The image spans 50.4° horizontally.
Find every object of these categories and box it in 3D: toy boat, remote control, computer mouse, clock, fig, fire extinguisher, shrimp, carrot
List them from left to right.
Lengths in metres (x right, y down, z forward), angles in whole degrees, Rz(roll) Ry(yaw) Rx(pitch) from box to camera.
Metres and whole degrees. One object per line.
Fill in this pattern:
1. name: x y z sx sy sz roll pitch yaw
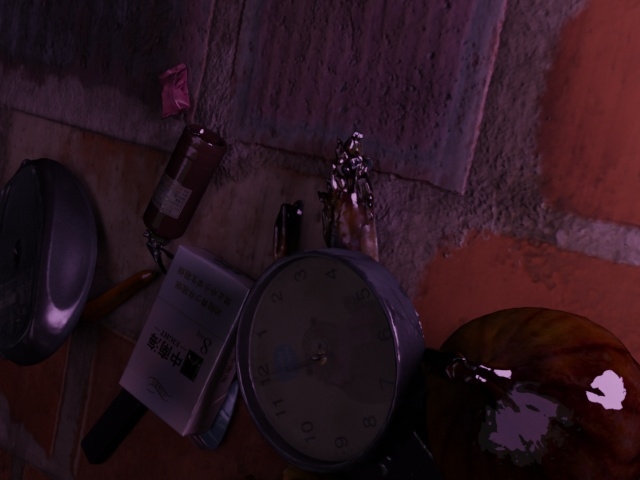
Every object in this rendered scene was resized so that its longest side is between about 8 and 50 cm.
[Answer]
1. computer mouse: -0.480 0.035 1.184 0.203 0.114 0.374 -21 65 32
2. carrot: -0.340 0.089 1.146 0.190 0.037 0.037 -32 75 27
3. remote control: -0.334 0.289 1.156 0.245 0.025 0.063 -51 63 21
4. fire extinguisher: -0.213 -0.057 1.047 0.099 0.071 0.231 34 108 17
5. toy boat: -0.160 0.263 1.043 0.122 0.034 0.096 -38 74 26
6. clock: 0.001 0.146 0.845 0.280 0.055 0.281 -2 86 40
7. shrimp: 0.005 -0.001 0.924 0.178 0.075 0.290 3 106 34
8. computer mouse: 0.096 0.256 0.850 0.138 0.086 0.270 -53 57 26
9. fig: 0.217 0.180 0.705 0.234 0.214 0.235 -4 69 12

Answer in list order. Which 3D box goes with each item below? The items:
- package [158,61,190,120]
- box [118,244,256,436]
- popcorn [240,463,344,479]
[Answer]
1. package: -0.233 -0.235 1.079 0.059 0.029 0.083 -15 75 27
2. box: -0.191 0.148 1.023 0.155 0.067 0.243 30 98 29
3. popcorn: -0.017 0.402 0.867 0.253 0.191 0.190 29 105 28
